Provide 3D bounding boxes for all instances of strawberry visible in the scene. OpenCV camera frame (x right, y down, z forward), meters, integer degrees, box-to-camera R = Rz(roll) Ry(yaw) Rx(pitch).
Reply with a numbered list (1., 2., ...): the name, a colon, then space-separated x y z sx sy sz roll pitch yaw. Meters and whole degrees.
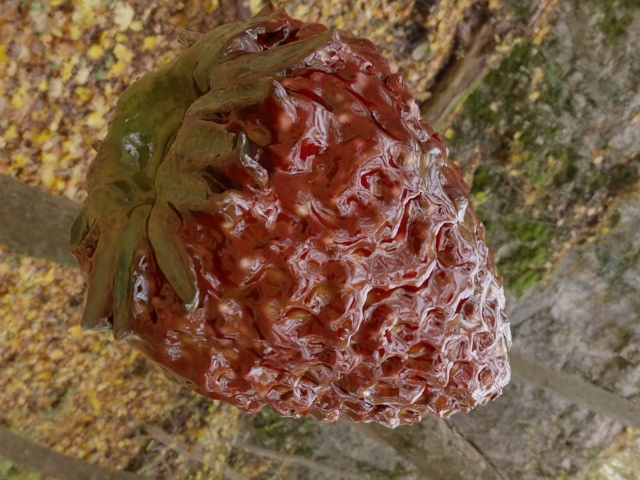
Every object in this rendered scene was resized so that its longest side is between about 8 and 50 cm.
1. strawberry: 0.001 -0.002 0.514 0.292 0.343 0.292 -23 -127 34
